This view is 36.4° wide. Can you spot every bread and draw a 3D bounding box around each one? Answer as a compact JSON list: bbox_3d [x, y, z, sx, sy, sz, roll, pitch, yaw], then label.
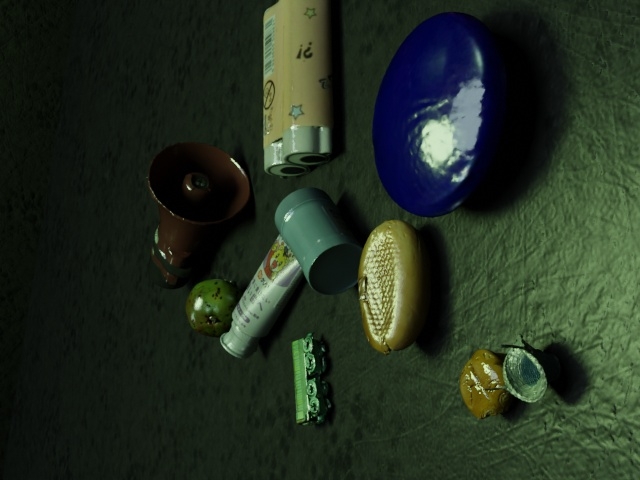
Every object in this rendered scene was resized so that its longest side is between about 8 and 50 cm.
[{"bbox_3d":[0.105,0.065,1.342,0.114,0.077,0.189,-11,73,39],"label":"bread"},{"bbox_3d":[0.204,0.171,1.175,0.083,0.046,0.081,-38,55,51],"label":"bread"}]

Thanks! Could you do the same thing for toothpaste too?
[{"bbox_3d":[-0.080,0.073,1.683,0.299,0.073,0.114,-59,37,24],"label":"toothpaste"}]

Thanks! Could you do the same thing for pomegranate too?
[{"bbox_3d":[-0.195,0.118,1.836,0.142,0.115,0.114,-79,8,-67],"label":"pomegranate"}]

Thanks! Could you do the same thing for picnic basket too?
[{"bbox_3d":[0.227,0.146,1.103,0.083,0.083,0.065,-117,37,-48],"label":"picnic basket"}]

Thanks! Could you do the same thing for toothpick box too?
[{"bbox_3d":[0.000,0.000,1.513,0.101,0.101,0.153,-66,35,29],"label":"toothpick box"}]

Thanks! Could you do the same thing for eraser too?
[{"bbox_3d":[-0.042,-0.266,1.657,0.171,0.087,0.290,-25,62,60],"label":"eraser"}]

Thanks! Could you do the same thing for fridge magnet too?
[{"bbox_3d":[0.155,-0.160,1.257,0.265,0.113,0.265,-21,66,58],"label":"fridge magnet"}]

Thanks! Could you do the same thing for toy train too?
[{"bbox_3d":[-0.016,0.222,1.561,0.071,0.038,0.147,-33,56,54],"label":"toy train"}]

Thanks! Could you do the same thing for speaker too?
[{"bbox_3d":[-0.289,-0.067,1.968,0.259,0.198,0.329,68,151,20],"label":"speaker"}]
